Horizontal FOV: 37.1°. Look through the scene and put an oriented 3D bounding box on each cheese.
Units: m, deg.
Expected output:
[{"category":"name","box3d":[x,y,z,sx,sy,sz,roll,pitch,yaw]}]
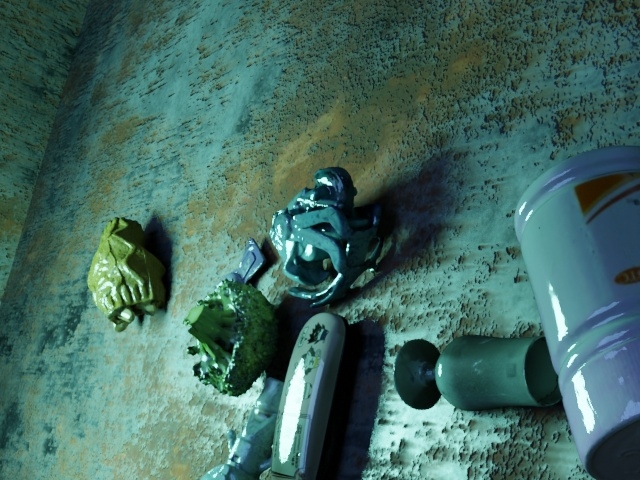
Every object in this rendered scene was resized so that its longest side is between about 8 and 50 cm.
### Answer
[{"category":"cheese","box3d":[-0.173,0.091,1.949,0.191,0.042,0.105,-57,34,15]}]

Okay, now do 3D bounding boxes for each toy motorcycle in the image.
[{"category":"toy motorcycle","box3d":[0.000,0.000,1.652,0.260,0.154,0.206,-41,64,49]}]

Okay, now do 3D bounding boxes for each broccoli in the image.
[{"category":"broccoli","box3d":[-0.170,0.182,1.762,0.198,0.176,0.226,-42,5,34]}]

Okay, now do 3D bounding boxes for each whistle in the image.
[{"category":"whistle","box3d":[-0.134,0.406,1.643,0.142,0.133,0.346,4,66,61]}]

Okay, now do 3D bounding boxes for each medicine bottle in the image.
[{"category":"medicine bottle","box3d":[0.335,0.076,1.010,0.202,0.202,0.316,-42,41,37]}]

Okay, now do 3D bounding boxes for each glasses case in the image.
[{"category":"glasses case","box3d":[-0.015,0.271,1.564,0.122,0.075,0.314,-11,63,58]}]

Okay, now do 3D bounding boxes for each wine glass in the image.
[{"category":"wine glass","box3d":[0.208,0.174,1.249,0.231,0.103,0.103,-10,64,52]}]

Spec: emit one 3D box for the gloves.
[{"category":"gloves","box3d":[-0.488,0.083,2.339,0.203,0.155,0.356,-59,36,24]}]
